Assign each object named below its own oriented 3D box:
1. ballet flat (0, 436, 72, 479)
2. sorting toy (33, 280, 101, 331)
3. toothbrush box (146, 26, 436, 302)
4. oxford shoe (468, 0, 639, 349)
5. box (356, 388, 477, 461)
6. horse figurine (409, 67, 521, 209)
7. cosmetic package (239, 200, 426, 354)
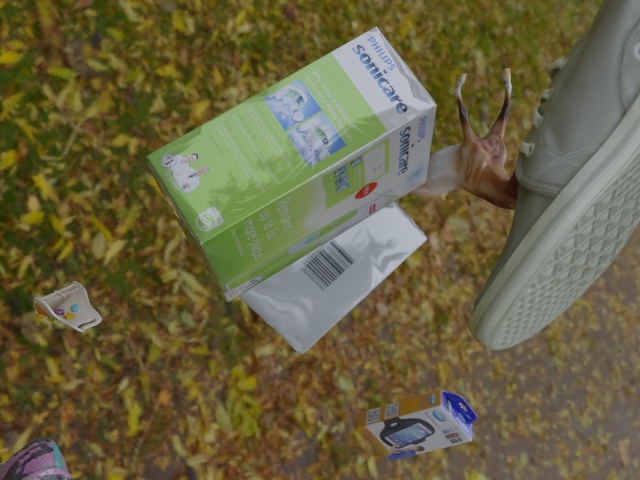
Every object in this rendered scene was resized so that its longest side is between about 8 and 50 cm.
[{"bbox_3d":[-0.277,0.239,0.832,0.077,0.221,0.079,30,28,-35],"label":"ballet flat"},{"bbox_3d":[-0.350,0.102,1.408,0.075,0.045,0.083,29,26,18],"label":"sorting toy"},{"bbox_3d":[-0.025,-0.077,1.108,0.122,0.283,0.206,55,-10,18],"label":"toothbrush box"},{"bbox_3d":[0.255,-0.101,0.925,0.130,0.449,0.169,35,14,28],"label":"oxford shoe"},{"bbox_3d":[0.122,0.227,1.233,0.081,0.136,0.028,49,36,-32],"label":"box"},{"bbox_3d":[0.155,-0.116,1.277,0.066,0.263,0.174,-6,89,-52],"label":"horse figurine"},{"bbox_3d":[0.000,0.000,1.358,0.138,0.224,0.225,45,7,-17],"label":"cosmetic package"}]
